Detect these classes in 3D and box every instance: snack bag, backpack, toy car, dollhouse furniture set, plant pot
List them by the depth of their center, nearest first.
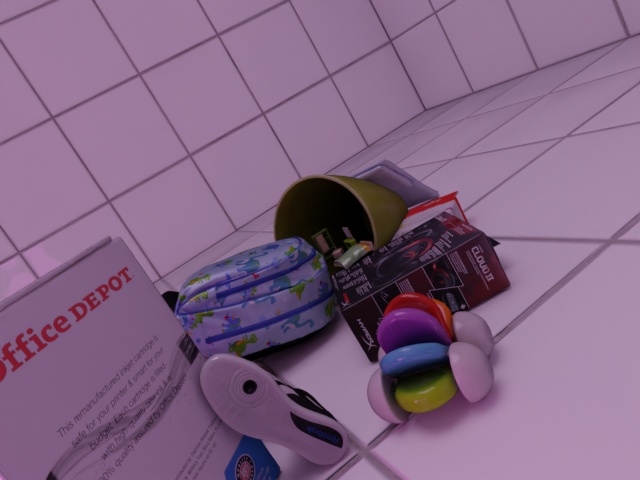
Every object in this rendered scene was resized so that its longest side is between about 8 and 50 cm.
[{"bbox_3d":[0.132,0.139,0.717,0.159,0.136,0.182,-24,14,25],"label":"toy car"},{"bbox_3d":[0.039,0.008,1.101,0.076,0.058,0.152,-33,14,-17],"label":"dollhouse furniture set"},{"bbox_3d":[-0.144,0.132,1.125,0.356,0.273,0.290,-2,2,-5],"label":"backpack"},{"bbox_3d":[0.086,-0.039,1.310,0.275,0.274,0.294,-20,1,38],"label":"plant pot"},{"bbox_3d":[0.125,-0.105,1.534,0.323,0.037,0.343,-24,-23,30],"label":"snack bag"}]

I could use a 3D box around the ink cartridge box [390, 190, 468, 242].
[{"bbox_3d":[0.244,-0.019,1.208,0.134,0.077,0.231,-22,15,31],"label":"ink cartridge box"}]

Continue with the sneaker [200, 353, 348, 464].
[{"bbox_3d":[-0.072,0.219,0.737,0.079,0.217,0.121,-55,12,-8],"label":"sneaker"}]

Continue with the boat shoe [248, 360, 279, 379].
[{"bbox_3d":[-0.199,0.309,0.885,0.324,0.122,0.120,-33,16,24],"label":"boat shoe"}]

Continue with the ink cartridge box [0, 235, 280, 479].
[{"bbox_3d":[-0.250,0.233,0.623,0.166,0.394,0.285,-25,13,24],"label":"ink cartridge box"}]

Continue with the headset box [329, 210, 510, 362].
[{"bbox_3d":[0.175,0.063,0.974,0.293,0.110,0.218,-30,13,2],"label":"headset box"}]
